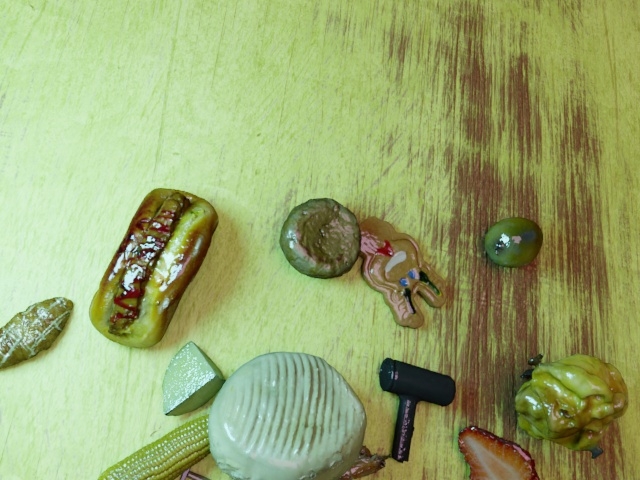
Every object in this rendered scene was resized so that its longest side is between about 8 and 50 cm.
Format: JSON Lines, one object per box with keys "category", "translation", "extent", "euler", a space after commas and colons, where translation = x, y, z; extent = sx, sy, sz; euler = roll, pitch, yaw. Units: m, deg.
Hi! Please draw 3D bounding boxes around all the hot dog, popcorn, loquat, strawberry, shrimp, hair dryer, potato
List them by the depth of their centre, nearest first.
{"category": "hot dog", "translation": [-0.379, 0.046, 1.301], "extent": [0.185, 0.223, 0.405], "euler": [26, 69, -12]}
{"category": "potato", "translation": [-0.318, 0.334, 1.330], "extent": [0.149, 0.081, 0.120], "euler": [-38, 57, -7]}
{"category": "shrimp", "translation": [0.093, 0.552, 1.407], "extent": [0.180, 0.041, 0.099], "euler": [0, 59, -16]}
{"category": "hair dryer", "translation": [0.235, 0.455, 1.464], "extent": [0.197, 0.089, 0.251], "euler": [18, 79, -15]}
{"category": "popcorn", "translation": [0.658, 0.438, 1.479], "extent": [0.316, 0.297, 0.281], "euler": [4, 53, -50]}
{"category": "strawberry", "translation": [0.480, 0.593, 1.487], "extent": [0.175, 0.107, 0.236], "euler": [-21, 78, 15]}
{"category": "loquat", "translation": [0.586, 0.004, 1.669], "extent": [0.195, 0.152, 0.152], "euler": [-14, 79, -29]}

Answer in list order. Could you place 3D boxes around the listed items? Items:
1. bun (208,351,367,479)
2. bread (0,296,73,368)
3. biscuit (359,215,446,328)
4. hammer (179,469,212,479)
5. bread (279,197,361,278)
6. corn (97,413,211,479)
{"category": "bun", "translation": [-0.081, 0.419, 1.273], "extent": [0.362, 0.234, 0.326], "euler": [-6, 56, -27]}
{"category": "bread", "translation": [-0.656, 0.210, 1.242], "extent": [0.233, 0.076, 0.105], "euler": [-41, 88, -22]}
{"category": "biscuit", "translation": [0.217, 0.081, 1.577], "extent": [0.202, 0.047, 0.334], "euler": [-34, 86, -23]}
{"category": "hammer", "translation": [-0.234, 0.584, 1.299], "extent": [0.199, 0.013, 0.062], "euler": [28, 68, -8]}
{"category": "bread", "translation": [0.000, 0.000, 1.490], "extent": [0.230, 0.123, 0.230], "euler": [7, 70, -21]}
{"category": "corn", "translation": [-0.352, 0.490, 1.242], "extent": [0.305, 0.106, 0.106], "euler": [-29, 85, -28]}
